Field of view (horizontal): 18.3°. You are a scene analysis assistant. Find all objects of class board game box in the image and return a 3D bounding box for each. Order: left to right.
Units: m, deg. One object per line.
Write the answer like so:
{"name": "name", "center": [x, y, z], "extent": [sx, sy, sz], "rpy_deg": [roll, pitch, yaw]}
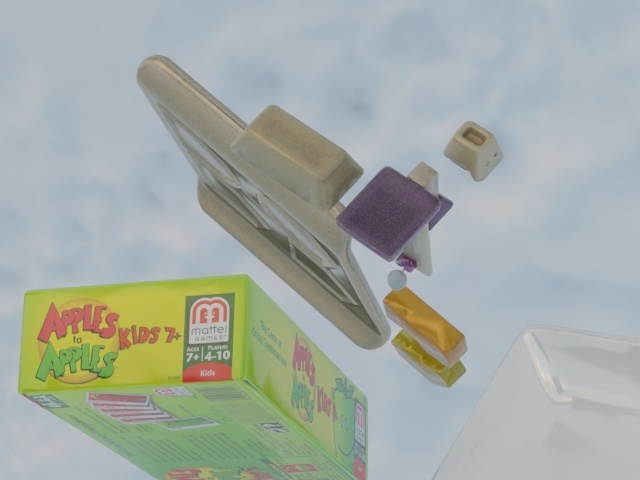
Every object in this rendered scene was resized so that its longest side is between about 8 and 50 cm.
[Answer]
{"name": "board game box", "center": [-0.046, 0.064, 0.827], "extent": [0.092, 0.043, 0.181], "rpy_deg": [-4, 160, 15]}

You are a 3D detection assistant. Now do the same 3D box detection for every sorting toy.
{"name": "sorting toy", "center": [0.000, 0.000, 1.452], "extent": [0.307, 0.041, 0.229], "rpy_deg": [40, 168, 22]}

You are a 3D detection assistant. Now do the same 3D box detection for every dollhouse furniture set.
{"name": "dollhouse furniture set", "center": [0.021, -0.031, 1.012], "extent": [0.114, 0.091, 0.081], "rpy_deg": [34, 158, 21]}

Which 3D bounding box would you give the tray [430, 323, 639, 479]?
{"name": "tray", "center": [0.148, 0.111, 0.782], "extent": [0.270, 0.145, 0.030], "rpy_deg": [7, 146, 51]}
